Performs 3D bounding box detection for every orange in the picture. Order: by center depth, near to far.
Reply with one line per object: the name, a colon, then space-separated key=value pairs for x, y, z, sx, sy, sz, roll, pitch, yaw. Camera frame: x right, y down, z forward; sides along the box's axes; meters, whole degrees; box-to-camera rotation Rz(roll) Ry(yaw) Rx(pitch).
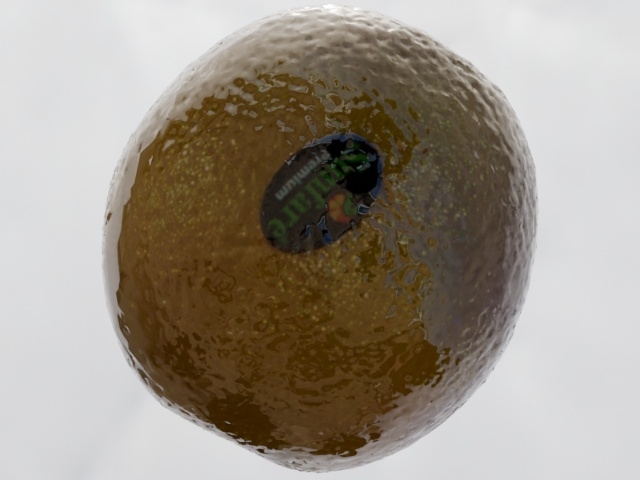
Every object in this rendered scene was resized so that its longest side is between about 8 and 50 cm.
orange: x=0.000 y=0.000 z=0.917 sx=0.236 sy=0.236 sz=0.236 roll=22 pitch=-55 yaw=35
